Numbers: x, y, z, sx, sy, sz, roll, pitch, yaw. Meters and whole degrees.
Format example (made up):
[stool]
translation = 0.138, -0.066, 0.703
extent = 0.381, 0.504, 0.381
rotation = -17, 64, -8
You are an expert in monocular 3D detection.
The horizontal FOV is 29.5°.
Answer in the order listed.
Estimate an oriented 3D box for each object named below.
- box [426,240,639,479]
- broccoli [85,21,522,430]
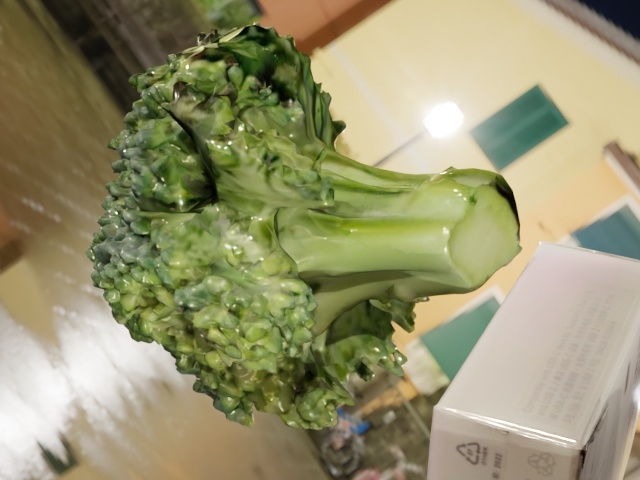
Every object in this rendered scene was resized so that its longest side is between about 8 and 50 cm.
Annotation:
[box]
translation = 0.160, 0.147, 0.862
extent = 0.252, 0.106, 0.203
rotation = -45, 141, -53
[broccoli]
translation = -0.025, -0.002, 0.944
extent = 0.338, 0.277, 0.317
rotation = 32, -24, -21
